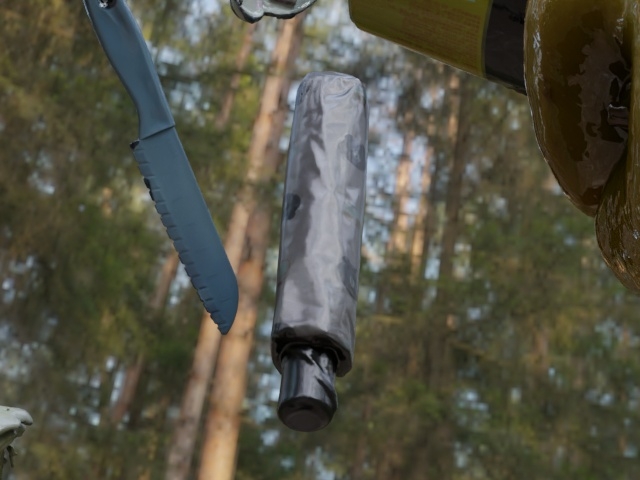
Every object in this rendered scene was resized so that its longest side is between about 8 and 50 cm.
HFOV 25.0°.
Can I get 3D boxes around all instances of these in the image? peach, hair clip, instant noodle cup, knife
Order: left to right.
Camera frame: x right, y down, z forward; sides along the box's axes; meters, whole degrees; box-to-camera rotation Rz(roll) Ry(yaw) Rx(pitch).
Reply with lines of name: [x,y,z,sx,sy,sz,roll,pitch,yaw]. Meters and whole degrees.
knife: [-0.124,-0.073,1.110,0.019,0.044,0.313,-6,-72,63]
hair clip: [-0.040,-0.298,1.484,0.116,0.172,0.049,7,-8,-30]
instant noodle cup: [0.162,-0.262,1.486,0.236,0.216,0.215,17,-31,16]
peach: [0.143,-0.052,0.543,0.103,0.179,0.179,-14,-33,-9]

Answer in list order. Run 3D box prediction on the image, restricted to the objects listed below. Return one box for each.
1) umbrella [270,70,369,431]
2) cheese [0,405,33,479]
umbrella: [0.000,0.000,1.124,0.067,0.337,0.073,-6,-43,13]
cheese: [-0.201,0.120,0.429,0.235,0.127,0.050,-3,-21,-15]
